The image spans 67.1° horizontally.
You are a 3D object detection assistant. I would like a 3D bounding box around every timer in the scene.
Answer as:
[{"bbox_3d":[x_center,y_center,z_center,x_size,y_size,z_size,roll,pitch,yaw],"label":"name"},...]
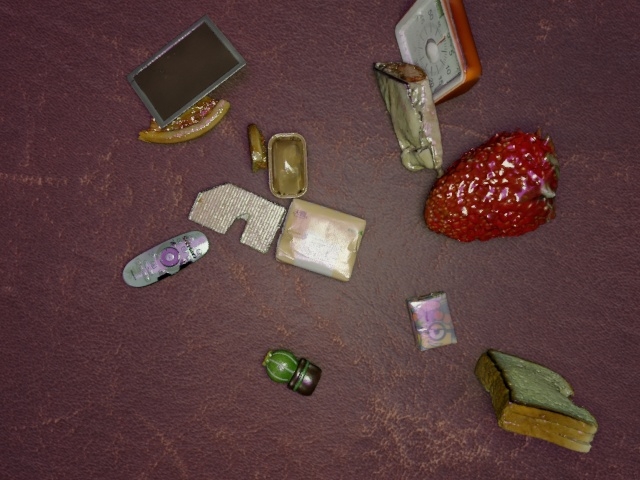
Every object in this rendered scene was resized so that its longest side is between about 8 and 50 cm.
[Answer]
[{"bbox_3d":[0.319,-0.505,1.252,0.161,0.250,0.258,-16,90,0],"label":"timer"}]

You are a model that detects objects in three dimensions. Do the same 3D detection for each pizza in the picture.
[{"bbox_3d":[-0.173,-0.251,1.330,0.046,0.134,0.175,-7,51,-8],"label":"pizza"},{"bbox_3d":[-0.383,-0.343,1.349,0.271,0.056,0.134,-10,90,1],"label":"pizza"}]

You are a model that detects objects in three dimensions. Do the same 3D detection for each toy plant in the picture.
[{"bbox_3d":[-0.082,0.362,1.339,0.162,0.093,0.093,26,90,3],"label":"toy plant"}]

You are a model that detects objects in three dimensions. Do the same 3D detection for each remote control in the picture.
[{"bbox_3d":[-0.433,0.054,1.359,0.256,0.045,0.097,-25,92,-3],"label":"remote control"}]

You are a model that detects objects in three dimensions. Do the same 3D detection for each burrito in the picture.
[{"bbox_3d":[0.246,-0.349,1.296,0.107,0.175,0.348,-17,90,-25],"label":"burrito"}]

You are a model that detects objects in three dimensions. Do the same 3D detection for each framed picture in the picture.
[{"bbox_3d":[-0.373,-0.467,1.332,0.293,0.018,0.231,-37,70,0],"label":"framed picture"}]

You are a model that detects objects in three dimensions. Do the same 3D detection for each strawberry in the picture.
[{"bbox_3d":[0.442,-0.146,1.268,0.343,0.292,0.292,-4,90,14],"label":"strawberry"}]

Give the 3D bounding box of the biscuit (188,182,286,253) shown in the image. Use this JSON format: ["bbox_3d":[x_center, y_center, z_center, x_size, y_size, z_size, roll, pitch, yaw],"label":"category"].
[{"bbox_3d":[-0.232,-0.072,1.356,0.249,0.046,0.147,22,92,-1],"label":"biscuit"}]

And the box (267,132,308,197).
[{"bbox_3d":[-0.089,-0.204,1.328,0.111,0.111,0.177,-3,90,0],"label":"box"}]

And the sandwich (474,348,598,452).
[{"bbox_3d":[0.555,0.406,1.250,0.248,0.273,0.095,17,105,1],"label":"sandwich"}]

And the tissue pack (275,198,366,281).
[{"bbox_3d":[0.000,0.000,1.335,0.222,0.090,0.186,19,88,-1],"label":"tissue pack"}]

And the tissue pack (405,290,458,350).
[{"bbox_3d":[0.311,0.226,1.353,0.108,0.060,0.148,-13,91,-1],"label":"tissue pack"}]
